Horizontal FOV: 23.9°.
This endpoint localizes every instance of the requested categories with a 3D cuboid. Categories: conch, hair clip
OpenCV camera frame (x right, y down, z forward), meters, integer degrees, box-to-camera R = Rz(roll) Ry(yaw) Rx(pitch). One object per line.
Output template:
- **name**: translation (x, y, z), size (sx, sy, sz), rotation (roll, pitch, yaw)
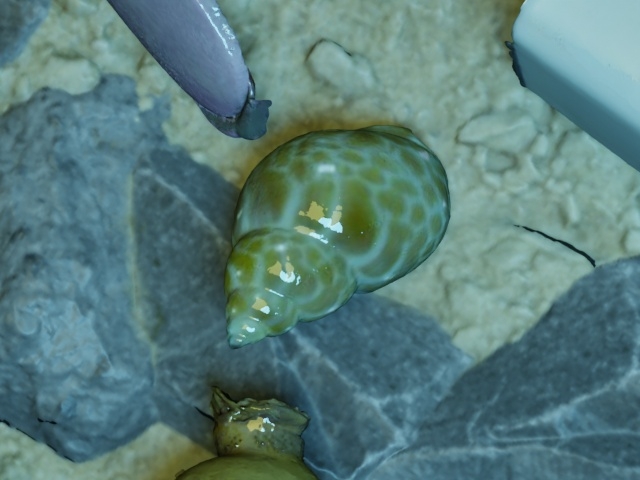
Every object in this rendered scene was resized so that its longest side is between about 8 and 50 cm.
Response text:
- **conch**: translation (0.007, -0.013, 0.972), size (0.173, 0.106, 0.116), rotation (-14, 104, -9)
- **hair clip**: translation (-0.149, -0.211, 0.995), size (0.358, 0.095, 0.110), rotation (52, 123, 14)

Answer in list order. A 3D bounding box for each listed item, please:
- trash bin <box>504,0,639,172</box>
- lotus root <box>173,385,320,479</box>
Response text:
- **trash bin**: translation (0.298, -0.064, 0.880), size (0.368, 0.256, 0.296), rotation (34, 92, 13)
- **lotus root**: translation (-0.051, 0.244, 0.928), size (0.131, 0.146, 0.303), rotation (0, 70, 32)
